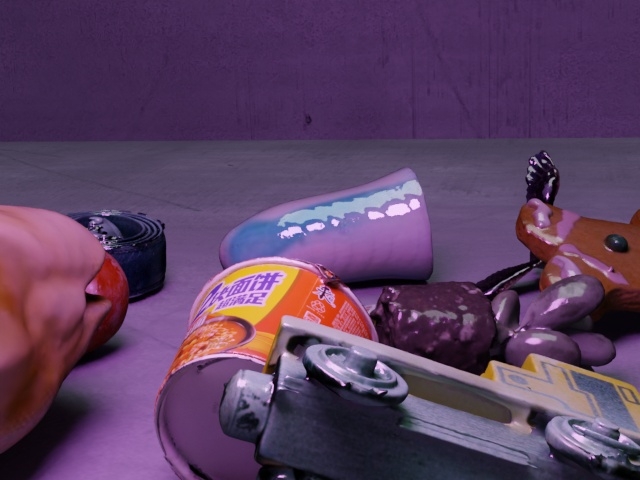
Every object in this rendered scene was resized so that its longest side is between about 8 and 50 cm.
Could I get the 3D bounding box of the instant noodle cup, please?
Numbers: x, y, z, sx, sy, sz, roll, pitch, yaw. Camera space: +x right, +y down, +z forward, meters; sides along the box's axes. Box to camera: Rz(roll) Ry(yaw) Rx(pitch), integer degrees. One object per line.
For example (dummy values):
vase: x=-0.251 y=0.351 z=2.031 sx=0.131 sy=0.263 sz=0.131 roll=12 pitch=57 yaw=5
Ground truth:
instant noodle cup: x=-0.058 y=0.143 z=1.072 sx=0.213 sy=0.213 sz=0.174 roll=1 pitch=21 yaw=13

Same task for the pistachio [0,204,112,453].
pistachio: x=-0.405 y=0.080 z=1.178 sx=0.365 sy=0.281 sz=0.445 roll=-17 pitch=20 yaw=-23

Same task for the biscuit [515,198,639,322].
biscuit: x=0.486 y=0.025 z=1.527 sx=0.432 sy=0.064 sz=0.283 roll=6 pitch=33 yaw=-12

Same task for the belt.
belt: x=-0.355 y=0.022 z=1.795 sx=0.206 sy=0.116 sz=0.267 roll=-1 pitch=15 yaw=-10

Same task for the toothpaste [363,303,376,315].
toothpaste: x=-0.020 y=0.119 z=1.475 sx=0.268 sy=0.047 sz=0.069 roll=-5 pitch=32 yaw=-3

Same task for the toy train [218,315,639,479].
toy train: x=0.101 y=0.157 z=0.906 sx=0.369 sy=0.150 sz=0.237 roll=19 pitch=15 yaw=-4

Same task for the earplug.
earplug: x=0.000 y=0.000 z=1.748 sx=0.324 sy=0.185 sz=0.185 roll=-10 pitch=14 yaw=-6

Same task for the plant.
plant: x=0.193 y=0.118 z=1.253 sx=0.274 sy=0.146 sz=0.149 roll=-3 pitch=32 yaw=-9

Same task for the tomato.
tomato: x=-0.349 y=0.084 z=1.452 sx=0.187 sy=0.151 sz=0.187 roll=-1 pitch=18 yaw=0

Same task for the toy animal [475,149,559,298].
toy animal: x=0.359 y=0.004 z=1.691 sx=0.197 sy=0.273 sz=0.160 roll=14 pitch=-11 yaw=42

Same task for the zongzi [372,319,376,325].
zongzi: x=0.062 y=0.136 z=1.426 sx=0.154 sy=0.062 sz=0.130 roll=-14 pitch=-13 yaw=23
